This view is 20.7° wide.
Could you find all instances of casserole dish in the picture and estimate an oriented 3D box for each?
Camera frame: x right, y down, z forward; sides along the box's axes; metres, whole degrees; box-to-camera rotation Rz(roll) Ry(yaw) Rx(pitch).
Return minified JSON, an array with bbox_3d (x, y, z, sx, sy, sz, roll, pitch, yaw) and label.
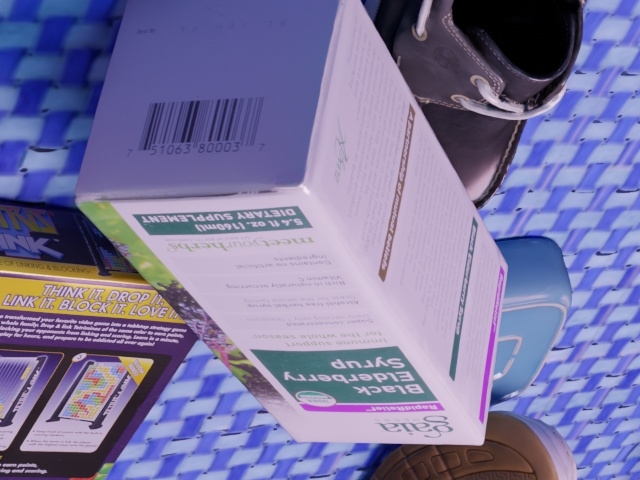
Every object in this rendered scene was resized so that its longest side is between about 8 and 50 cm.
[{"bbox_3d":[0.056,0.056,0.911,0.188,0.037,0.114,-8,138,-28],"label":"casserole dish"}]

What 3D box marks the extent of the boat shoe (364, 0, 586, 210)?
[{"bbox_3d":[0.065,-0.081,0.718,0.084,0.079,0.233,-17,145,-19],"label":"boat shoe"}]

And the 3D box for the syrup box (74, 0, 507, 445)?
[{"bbox_3d":[0.000,0.000,0.723,0.093,0.096,0.237,-1,150,22],"label":"syrup box"}]

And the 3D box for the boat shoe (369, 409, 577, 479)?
[{"bbox_3d":[0.076,0.179,1.028,0.096,0.098,0.277,-9,151,-37],"label":"boat shoe"}]

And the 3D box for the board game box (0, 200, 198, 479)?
[{"bbox_3d":[-0.146,0.049,0.744,0.170,0.048,0.141,8,127,-41],"label":"board game box"}]
